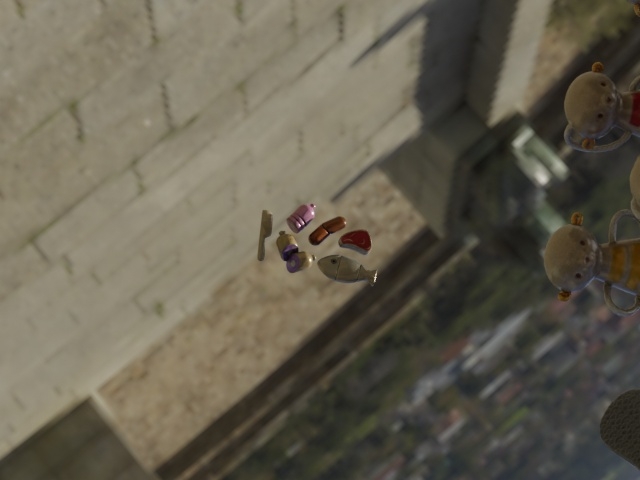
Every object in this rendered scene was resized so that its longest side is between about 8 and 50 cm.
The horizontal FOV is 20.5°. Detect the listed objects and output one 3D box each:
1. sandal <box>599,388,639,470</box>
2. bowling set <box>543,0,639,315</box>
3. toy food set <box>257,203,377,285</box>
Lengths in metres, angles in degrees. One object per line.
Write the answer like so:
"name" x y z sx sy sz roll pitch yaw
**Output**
"sandal" 0.365 0.230 1.744 0.097 0.254 0.054 -46 122 10
"bowling set" 0.262 -0.092 1.219 0.154 0.287 0.200 7 173 -10
"toy food set" 0.000 0.000 1.782 0.122 0.078 0.019 8 156 -7
